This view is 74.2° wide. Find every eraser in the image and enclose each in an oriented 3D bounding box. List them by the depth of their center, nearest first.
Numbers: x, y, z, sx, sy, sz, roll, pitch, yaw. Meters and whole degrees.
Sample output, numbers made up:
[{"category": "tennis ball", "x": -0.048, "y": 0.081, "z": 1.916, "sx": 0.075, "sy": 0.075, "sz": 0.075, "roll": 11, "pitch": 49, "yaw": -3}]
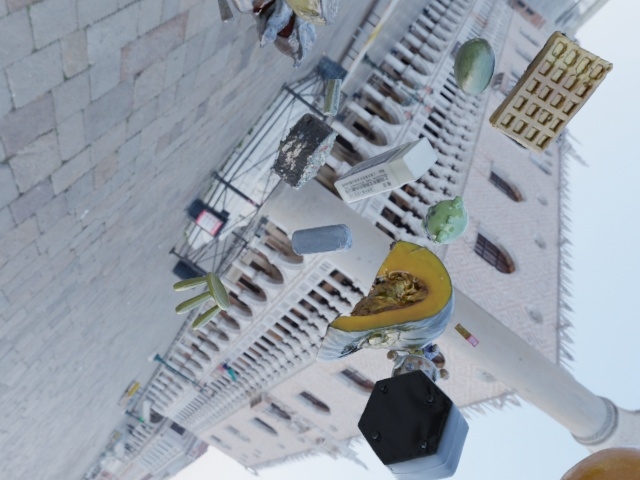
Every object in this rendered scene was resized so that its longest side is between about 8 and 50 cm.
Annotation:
[{"category": "eraser", "x": 0.171, "y": -0.189, "z": 1.165, "sx": 0.124, "sy": 0.081, "sz": 0.279, "roll": -42, "pitch": -163, "yaw": -33}]

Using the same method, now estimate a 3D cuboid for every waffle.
[{"category": "waffle", "x": 0.726, "y": -0.465, "z": 1.355, "sx": 0.328, "sy": 0.224, "sz": 0.098, "roll": -58, "pitch": -173, "yaw": 29}]

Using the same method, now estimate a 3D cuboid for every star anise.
[{"category": "star anise", "x": -0.105, "y": -0.556, "z": 1.010, "sx": 0.139, "sy": 0.316, "sz": 0.360, "roll": -28, "pitch": -126, "yaw": 36}]

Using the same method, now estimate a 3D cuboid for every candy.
[{"category": "candy", "x": 0.670, "y": 0.434, "z": 1.941, "sx": 0.038, "sy": 0.062, "sz": 0.122, "roll": -46, "pitch": -163, "yaw": 5}]

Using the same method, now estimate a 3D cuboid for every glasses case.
[{"category": "glasses case", "x": 0.000, "y": 0.000, "z": 1.649, "sx": 0.282, "sy": 0.109, "sz": 0.067, "roll": -7, "pitch": -174, "yaw": 35}]

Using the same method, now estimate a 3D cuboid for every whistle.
[{"category": "whistle", "x": 0.273, "y": -0.041, "z": 0.936, "sx": 0.105, "sy": 0.085, "sz": 0.227, "roll": -65, "pitch": 171, "yaw": 4}]

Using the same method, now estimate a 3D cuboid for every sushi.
[{"category": "sushi", "x": -0.028, "y": -0.159, "z": 0.772, "sx": 0.090, "sy": 0.078, "sz": 0.150, "roll": -47, "pitch": 176, "yaw": -38}]

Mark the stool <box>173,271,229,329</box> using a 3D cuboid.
[{"category": "stool", "x": -0.312, "y": 0.153, "z": 1.118, "sx": 0.110, "sy": 0.135, "sz": 0.134, "roll": -27, "pitch": -179, "yaw": -1}]

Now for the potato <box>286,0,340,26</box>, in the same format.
[{"category": "potato", "x": -0.022, "y": -0.438, "z": 0.720, "sx": 0.261, "sy": 0.100, "sz": 0.120, "roll": -73, "pitch": 171, "yaw": -46}]

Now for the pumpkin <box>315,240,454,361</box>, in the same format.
[{"category": "pumpkin", "x": 0.115, "y": 0.110, "z": 0.815, "sx": 0.139, "sy": 0.280, "sz": 0.190, "roll": 104, "pitch": -23, "yaw": -50}]

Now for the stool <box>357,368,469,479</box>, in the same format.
[{"category": "stool", "x": 0.211, "y": 0.423, "z": 0.970, "sx": 0.232, "sy": 0.141, "sz": 0.232, "roll": -23, "pitch": -145, "yaw": 17}]

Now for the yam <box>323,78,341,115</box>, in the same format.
[{"category": "yam", "x": 0.044, "y": -0.524, "z": 1.549, "sx": 0.054, "sy": 0.054, "sz": 0.132, "roll": -78, "pitch": 178, "yaw": -77}]

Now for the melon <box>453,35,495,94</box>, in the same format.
[{"category": "melon", "x": 0.442, "y": -0.501, "z": 1.213, "sx": 0.114, "sy": 0.114, "sz": 0.167, "roll": -58, "pitch": 148, "yaw": -37}]

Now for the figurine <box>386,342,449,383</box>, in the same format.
[{"category": "figurine", "x": 0.303, "y": 0.383, "z": 1.374, "sx": 0.133, "sy": 0.193, "sz": 0.274, "roll": 103, "pitch": -14, "yaw": -53}]

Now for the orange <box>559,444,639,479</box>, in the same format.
[{"category": "orange", "x": 0.395, "y": 0.389, "z": 0.452, "sx": 0.312, "sy": 0.312, "sz": 0.312, "roll": -53, "pitch": -174, "yaw": 8}]
